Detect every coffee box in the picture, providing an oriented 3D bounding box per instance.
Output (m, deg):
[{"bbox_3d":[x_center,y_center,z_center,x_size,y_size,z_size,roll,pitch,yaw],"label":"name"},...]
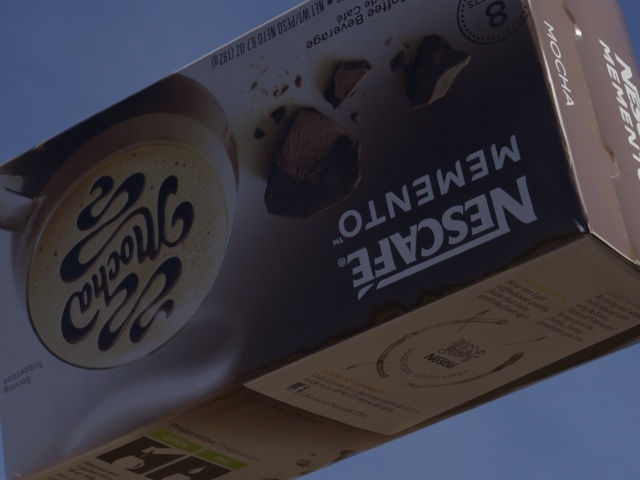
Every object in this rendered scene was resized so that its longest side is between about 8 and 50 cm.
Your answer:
[{"bbox_3d":[0.000,0.000,0.839,0.297,0.168,0.119,-24,-31,26],"label":"coffee box"}]
